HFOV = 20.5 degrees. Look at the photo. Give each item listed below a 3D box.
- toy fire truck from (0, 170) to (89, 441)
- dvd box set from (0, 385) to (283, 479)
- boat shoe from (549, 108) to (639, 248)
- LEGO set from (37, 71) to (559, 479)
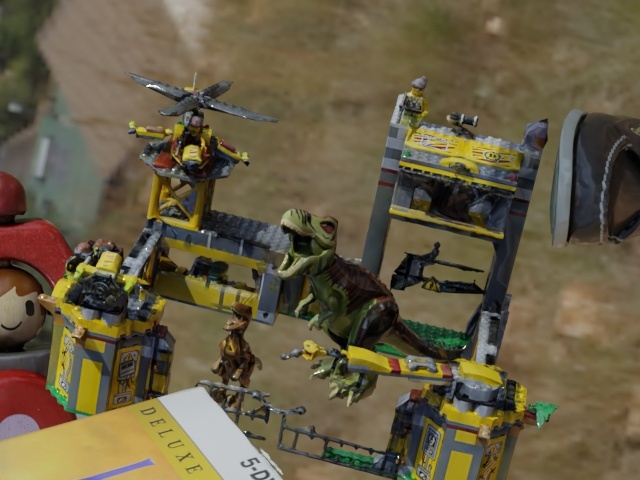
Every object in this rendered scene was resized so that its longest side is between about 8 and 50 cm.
[{"bbox_3d":[-0.321,0.073,1.469,0.169,0.302,0.253,-150,56,-74],"label":"toy fire truck"},{"bbox_3d":[-0.180,0.185,0.586,0.307,0.420,0.062,-139,38,-60],"label":"dvd box set"},{"bbox_3d":[0.184,-0.040,1.089,0.228,0.069,0.081,-37,-45,-72],"label":"boat shoe"},{"bbox_3d":[0.000,0.000,1.064,0.255,0.331,0.192,-53,-23,-60],"label":"LEGO set"}]
